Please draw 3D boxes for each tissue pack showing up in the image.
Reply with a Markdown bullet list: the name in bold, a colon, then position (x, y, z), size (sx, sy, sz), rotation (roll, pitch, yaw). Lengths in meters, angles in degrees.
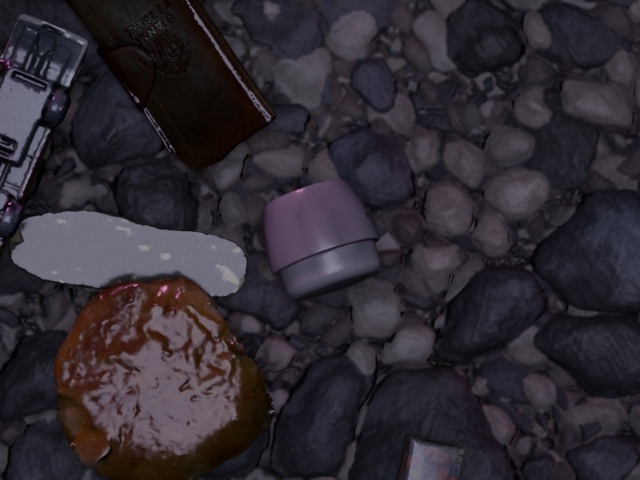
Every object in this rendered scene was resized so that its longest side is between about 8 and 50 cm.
- **tissue pack**: position (0.113, 0.252, 1.775), size (0.063, 0.035, 0.083), rotation (11, 88, -7)

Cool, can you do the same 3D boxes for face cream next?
- **face cream**: position (0.000, 0.000, 1.726), size (0.117, 0.117, 0.104), rotation (-19, 82, -7)

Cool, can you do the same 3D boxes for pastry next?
- **pastry**: position (-0.156, 0.147, 1.711), size (0.229, 0.100, 0.218), rotation (19, 85, -2)

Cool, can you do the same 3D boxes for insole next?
- **insole**: position (-0.199, 0.015, 1.754), size (0.248, 0.011, 0.081), rotation (8, 90, -8)

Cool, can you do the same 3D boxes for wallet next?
- **wallet**: position (-0.160, -0.197, 1.723), size (0.137, 0.031, 0.255), rotation (-33, 92, 29)

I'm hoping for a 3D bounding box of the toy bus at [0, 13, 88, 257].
- **toy bus**: position (-0.319, -0.091, 1.694), size (0.092, 0.106, 0.268), rotation (22, 84, -6)
